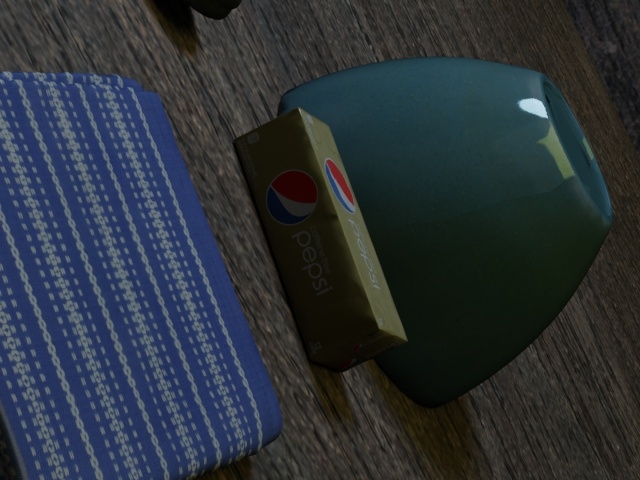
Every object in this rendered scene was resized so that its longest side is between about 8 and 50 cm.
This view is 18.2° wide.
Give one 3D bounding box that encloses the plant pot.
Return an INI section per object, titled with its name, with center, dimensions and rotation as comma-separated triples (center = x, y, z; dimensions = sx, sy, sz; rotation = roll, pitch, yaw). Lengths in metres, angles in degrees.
[plant pot]
center = 0.123, -0.034, 1.622
dimensions = 0.290, 0.195, 0.290
rotation = 55, 19, -30

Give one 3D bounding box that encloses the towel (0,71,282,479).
[towel]
center = -0.128, 0.022, 1.075
dimensions = 0.243, 0.040, 0.336
rotation = 68, 19, 5

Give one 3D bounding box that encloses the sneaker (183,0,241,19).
[sneaker]
center = -0.106, -0.328, 1.449
dimensions = 0.330, 0.146, 0.122
rotation = 67, 15, 4

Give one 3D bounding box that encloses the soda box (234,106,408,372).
[soda box]
center = 0.000, 0.000, 1.439
dimensions = 0.061, 0.058, 0.181
rotation = 27, 40, -64
